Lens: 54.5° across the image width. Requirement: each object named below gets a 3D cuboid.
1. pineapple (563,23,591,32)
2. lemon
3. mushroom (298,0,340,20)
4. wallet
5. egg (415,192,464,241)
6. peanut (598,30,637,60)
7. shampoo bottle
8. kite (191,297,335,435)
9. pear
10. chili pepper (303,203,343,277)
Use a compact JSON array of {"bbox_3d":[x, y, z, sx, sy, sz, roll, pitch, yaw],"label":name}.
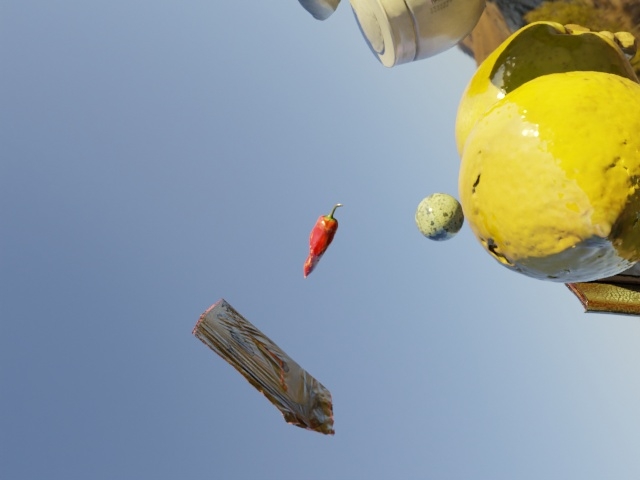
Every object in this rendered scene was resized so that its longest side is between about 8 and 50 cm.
[{"bbox_3d":[0.711,-0.500,1.826,0.251,0.125,0.125,90,169,-49],"label":"pineapple"},{"bbox_3d":[0.273,-0.067,0.677,0.253,0.228,0.228,-9,-115,-53],"label":"lemon"},{"bbox_3d":[-0.036,-0.645,1.562,0.109,0.097,0.351,41,-167,16],"label":"mushroom"},{"bbox_3d":[0.623,0.106,1.254,0.243,0.039,0.133,6,-149,-7],"label":"wallet"},{"bbox_3d":[0.329,-0.066,1.713,0.132,0.132,0.172,52,-163,-3],"label":"egg"},{"bbox_3d":[0.738,-0.486,1.567,0.192,0.089,0.089,-13,-115,-35],"label":"peanut"},{"bbox_3d":[0.219,-0.558,1.443,0.273,0.266,0.273,60,174,11],"label":"shampoo bottle"},{"bbox_3d":[-0.094,0.190,1.013,0.377,0.013,0.327,37,-173,-46],"label":"kite"},{"bbox_3d":[0.456,-0.222,1.261,0.362,0.362,0.418,-64,-23,-63],"label":"pear"},{"bbox_3d":[-0.001,-0.001,1.367,0.050,0.191,0.059,20,-161,-12],"label":"chili pepper"}]
